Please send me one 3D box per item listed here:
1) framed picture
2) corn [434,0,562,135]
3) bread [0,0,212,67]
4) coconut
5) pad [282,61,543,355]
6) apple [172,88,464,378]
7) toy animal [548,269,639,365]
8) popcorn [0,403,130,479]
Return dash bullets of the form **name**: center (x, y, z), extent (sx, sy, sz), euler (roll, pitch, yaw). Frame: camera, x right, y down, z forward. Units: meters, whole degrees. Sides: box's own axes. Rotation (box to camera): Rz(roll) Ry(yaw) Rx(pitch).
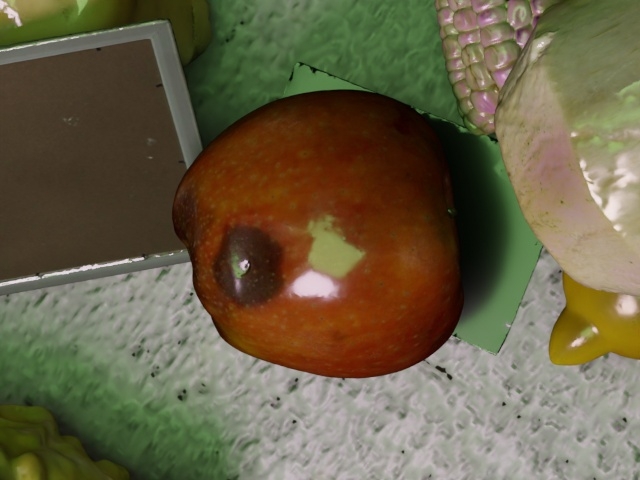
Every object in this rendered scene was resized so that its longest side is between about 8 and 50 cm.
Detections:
- **framed picture**: center (-0.202, -0.058, 1.361), extent (0.232, 0.296, 0.019), euler (-9, 55, 0)
- **corn**: center (0.132, -0.243, 1.344), extent (0.126, 0.126, 0.335), euler (-14, 91, 14)
- **bread**: center (-0.275, -0.194, 1.379), extent (0.315, 0.270, 0.211), euler (-20, 76, 21)
- **coconut**: center (0.257, -0.083, 1.189), extent (0.259, 0.259, 0.259), euler (1, 95, 13)
- **pad**: center (0.062, -0.027, 1.439), extent (0.243, 0.004, 0.164), euler (23, 100, 11)
- **apple**: center (0.000, 0.000, 1.340), extent (0.230, 0.230, 0.230), euler (1, 95, 13)
- **toy animal**: center (0.291, 0.051, 1.325), extent (0.230, 0.156, 0.156), euler (18, 99, 8)
- **popcorn**: center (-0.258, 0.279, 1.400), extent (0.312, 0.312, 0.312), euler (1, 95, 13)
